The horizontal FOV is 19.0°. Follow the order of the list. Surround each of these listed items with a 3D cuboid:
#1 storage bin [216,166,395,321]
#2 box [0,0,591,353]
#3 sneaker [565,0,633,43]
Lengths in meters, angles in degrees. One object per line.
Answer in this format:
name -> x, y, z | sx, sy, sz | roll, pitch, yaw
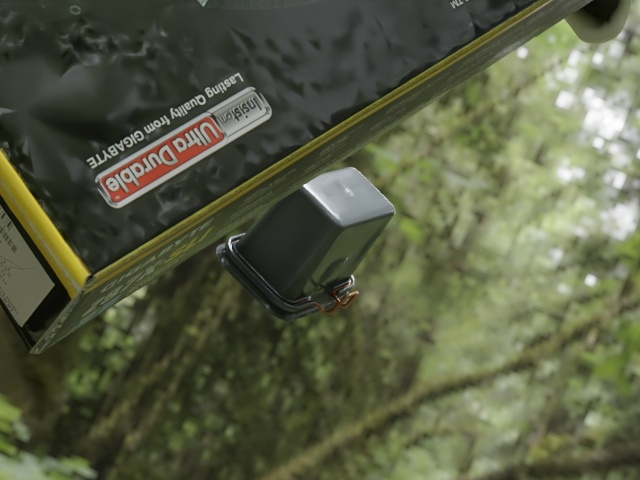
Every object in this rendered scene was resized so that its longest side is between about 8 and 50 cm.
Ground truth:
storage bin -> 0.000, 0.000, 1.509 | 0.098, 0.091, 0.135 | 46, 26, 14
box -> -0.048, -0.148, 0.722 | 0.257, 0.322, 0.079 | 54, -31, 6
sneaker -> 0.141, -0.195, 1.079 | 0.064, 0.086, 0.192 | -10, -47, 21
